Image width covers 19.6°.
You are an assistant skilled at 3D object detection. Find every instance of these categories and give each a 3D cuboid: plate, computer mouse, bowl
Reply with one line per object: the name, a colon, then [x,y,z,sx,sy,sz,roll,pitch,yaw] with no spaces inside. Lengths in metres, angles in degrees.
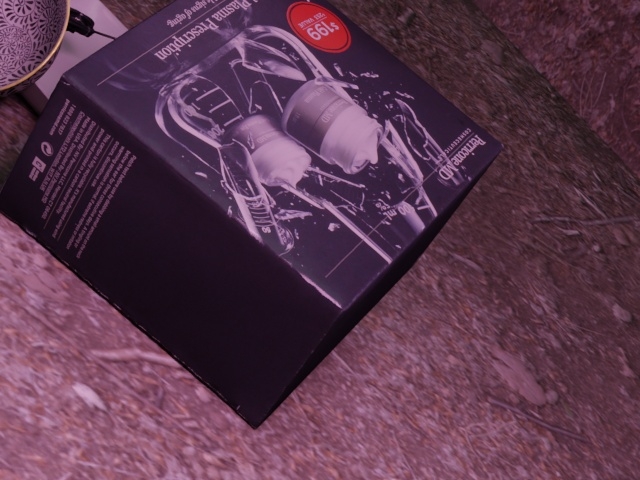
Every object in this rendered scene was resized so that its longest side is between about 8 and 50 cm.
plate: [-0.249,-0.173,1.948,0.277,0.045,0.278,47,22,22]
computer mouse: [-0.207,-0.195,1.962,0.242,0.041,0.071,23,16,-20]
bowl: [-0.314,-0.198,1.784,0.170,0.170,0.080,46,-10,22]

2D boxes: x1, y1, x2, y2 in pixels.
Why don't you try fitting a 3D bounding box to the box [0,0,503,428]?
box: [-0.056,-0.061,1.692,0.312,0.179,0.343,40,40,5]
